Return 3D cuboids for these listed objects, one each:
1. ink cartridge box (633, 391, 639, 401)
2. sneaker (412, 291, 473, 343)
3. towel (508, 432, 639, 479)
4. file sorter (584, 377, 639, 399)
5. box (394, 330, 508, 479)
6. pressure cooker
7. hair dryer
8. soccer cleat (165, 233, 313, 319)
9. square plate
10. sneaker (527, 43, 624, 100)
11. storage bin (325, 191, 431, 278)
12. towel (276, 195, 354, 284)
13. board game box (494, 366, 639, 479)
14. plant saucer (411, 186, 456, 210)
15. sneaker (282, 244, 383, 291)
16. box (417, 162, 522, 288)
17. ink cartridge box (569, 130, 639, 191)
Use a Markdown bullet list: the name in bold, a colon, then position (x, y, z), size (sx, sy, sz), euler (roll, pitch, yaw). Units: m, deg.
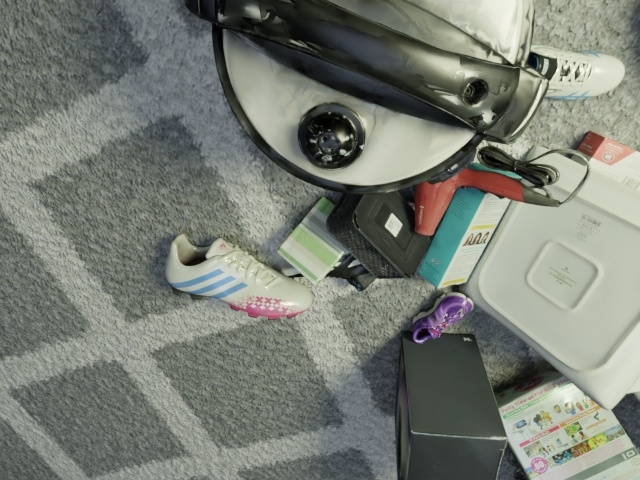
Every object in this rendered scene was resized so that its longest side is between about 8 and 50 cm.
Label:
- **ink cartridge box**: position (0.820, 0.371, 0.863), size (0.226, 0.306, 0.131), euler (-37, 108, 22)
- **sneaker**: position (0.264, 0.176, 0.939), size (0.068, 0.071, 0.170), euler (34, 130, -5)
- **towel**: position (0.664, 0.585, 1.093), size (0.284, 0.121, 0.235), euler (-40, 107, 22)
- **file sorter**: position (0.625, 0.156, 0.851), size (0.278, 0.173, 0.192), euler (-15, 113, 13)
- **box**: position (0.260, 0.405, 0.951), size (0.183, 0.296, 0.294), euler (2, 116, 6)
- **pressure cooker**: position (0.066, -0.258, 0.568), size (0.370, 0.420, 0.375), euler (-18, 113, 15)
- **hair dryer**: position (0.251, -0.105, 0.720), size (0.293, 0.080, 0.223), euler (-44, 61, 44)
- **soccer cleat**: position (-0.175, 0.074, 0.931), size (0.331, 0.116, 0.143), euler (11, 118, 1)
- **square plate**: position (0.429, 0.057, 0.758), size (0.049, 0.347, 0.344), euler (-5, 125, -37)
- **sneaker**: position (0.380, -0.275, 0.712), size (0.237, 0.086, 0.085), euler (6, 115, 2)
- **storage bin**: position (0.114, -0.021, 0.825), size (0.180, 0.122, 0.084), euler (44, 153, -24)
- **towel**: position (0.000, 0.000, 0.874), size (0.113, 0.023, 0.152), euler (40, 85, 14)
- **board game box**: position (0.544, 0.456, 0.952), size (0.224, 0.097, 0.303), euler (-29, 80, 5)
- **plant saucer**: position (0.237, -0.116, 0.843), size (0.119, 0.021, 0.119), euler (3, 118, 5)
- **sneaker**: position (0.036, 0.068, 0.925), size (0.217, 0.079, 0.121), euler (-21, 111, 15)
- **box**: position (0.283, -0.026, 0.835), size (0.101, 0.060, 0.244), euler (-5, 125, -39)
- **ink cartridge box**: position (0.499, -0.085, 0.804), size (0.115, 0.067, 0.198), euler (23, 115, -5)
